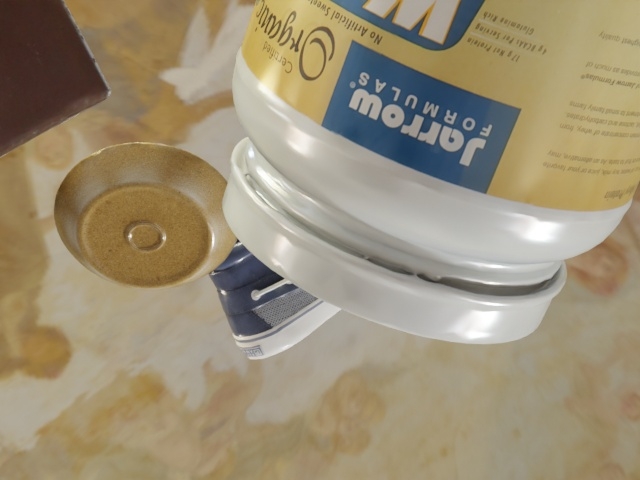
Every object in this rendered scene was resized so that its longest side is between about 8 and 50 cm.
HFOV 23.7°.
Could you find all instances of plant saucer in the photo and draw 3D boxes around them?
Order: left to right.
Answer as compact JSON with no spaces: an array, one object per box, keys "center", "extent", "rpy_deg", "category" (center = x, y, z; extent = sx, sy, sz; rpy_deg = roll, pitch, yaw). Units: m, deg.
[{"center":[-0.077,-0.006,0.677],"extent":[0.083,0.015,0.083],"rpy_deg":[0,-51,0],"category":"plant saucer"}]

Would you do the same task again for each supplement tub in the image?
[{"center":[0.055,-0.082,0.506],"extent":[0.144,0.144,0.200],"rpy_deg":[21,-69,2],"category":"supplement tub"}]

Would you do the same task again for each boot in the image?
[{"center":[0.000,0.000,1.088],"extent":[0.190,0.069,0.086],"rpy_deg":[-38,-67,-38],"category":"boot"}]

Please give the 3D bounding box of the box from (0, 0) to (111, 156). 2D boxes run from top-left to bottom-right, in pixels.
[{"center":[-0.251,-0.084,0.738],"extent":[0.168,0.203,0.167],"rpy_deg":[-18,-76,43],"category":"box"}]
